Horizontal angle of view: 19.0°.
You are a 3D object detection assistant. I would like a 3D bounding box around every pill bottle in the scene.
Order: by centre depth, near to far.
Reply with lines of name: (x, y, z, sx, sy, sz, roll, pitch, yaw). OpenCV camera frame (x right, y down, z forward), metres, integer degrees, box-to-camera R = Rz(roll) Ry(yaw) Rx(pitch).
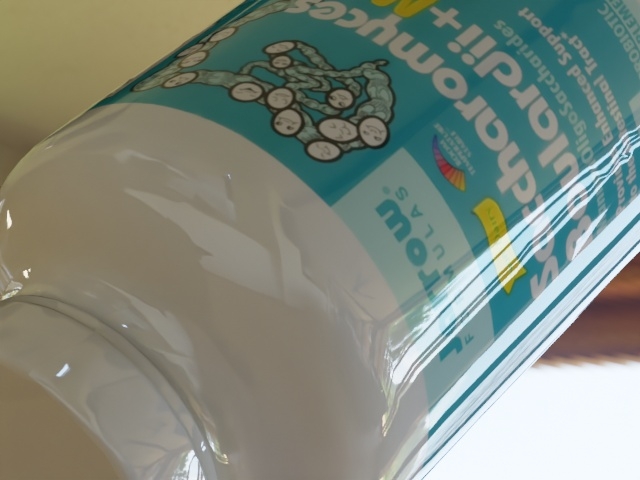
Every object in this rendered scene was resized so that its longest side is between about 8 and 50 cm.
pill bottle: (0.000, 0.000, 0.578, 0.146, 0.264, 0.146, 24, -46, 27)
